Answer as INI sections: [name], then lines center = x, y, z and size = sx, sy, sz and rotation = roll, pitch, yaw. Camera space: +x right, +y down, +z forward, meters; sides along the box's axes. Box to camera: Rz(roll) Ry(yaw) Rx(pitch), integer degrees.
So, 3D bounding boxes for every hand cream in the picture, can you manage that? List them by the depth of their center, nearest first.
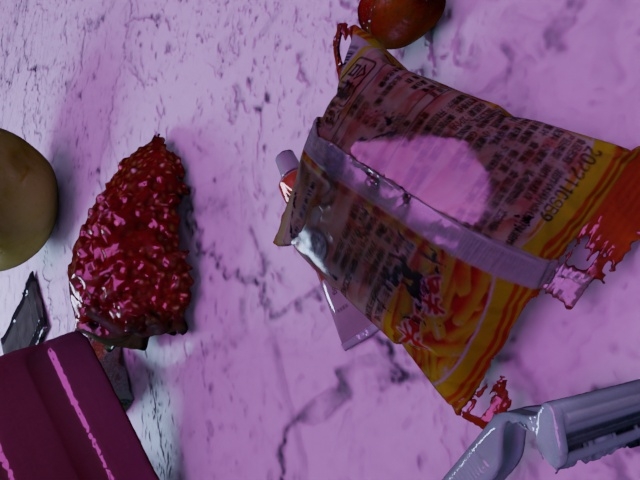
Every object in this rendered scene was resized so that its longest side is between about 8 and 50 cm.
[hand cream]
center = 0.001, 0.001, 0.554
size = 0.216, 0.038, 0.052
rotation = 66, 156, 23

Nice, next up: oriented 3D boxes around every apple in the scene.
[apple]
center = -0.659, -0.082, 1.067
size = 0.292, 0.292, 0.254
rotation = -42, 34, 34

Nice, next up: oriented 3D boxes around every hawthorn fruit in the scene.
[hawthorn fruit]
center = 0.067, -0.204, 0.478
size = 0.077, 0.077, 0.077
rotation = -7, 80, 45

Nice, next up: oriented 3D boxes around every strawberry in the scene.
[strawberry]
center = -0.288, 0.001, 0.778
size = 0.233, 0.138, 0.306
rotation = -23, 71, 44

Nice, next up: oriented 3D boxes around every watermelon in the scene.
[watermelon]
center = -0.339, 0.217, 0.871
size = 0.098, 0.121, 0.158
rotation = -31, 18, 23

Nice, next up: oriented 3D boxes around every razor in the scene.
[razor]
center = 0.104, 0.182, 0.392
size = 0.278, 0.111, 0.056
rotation = -59, 45, 35

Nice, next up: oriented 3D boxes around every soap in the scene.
[soap]
center = -0.321, 0.310, 0.640
size = 0.128, 0.233, 0.359
rotation = -43, 73, 36

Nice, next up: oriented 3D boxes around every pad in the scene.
[pad]
center = -0.647, 0.205, 1.207
size = 0.233, 0.022, 0.174
rotation = -56, 49, 24

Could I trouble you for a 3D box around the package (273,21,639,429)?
[package]
center = 0.067, -0.021, 0.426
size = 0.288, 0.108, 0.223
rotation = 38, 116, 35
